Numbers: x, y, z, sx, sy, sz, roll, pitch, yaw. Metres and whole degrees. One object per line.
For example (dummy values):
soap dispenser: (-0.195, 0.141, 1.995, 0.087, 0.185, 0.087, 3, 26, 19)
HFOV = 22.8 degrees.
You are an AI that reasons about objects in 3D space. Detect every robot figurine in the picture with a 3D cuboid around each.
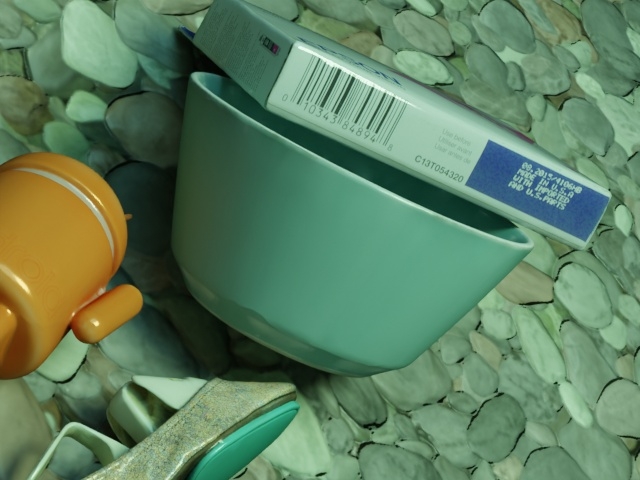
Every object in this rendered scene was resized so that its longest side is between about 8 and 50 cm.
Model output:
robot figurine: (-0.226, 0.018, 1.193, 0.219, 0.158, 0.128, -57, 139, -47)

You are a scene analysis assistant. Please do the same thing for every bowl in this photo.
bowl: (0.000, 0.000, 1.304, 0.311, 0.163, 0.311, 27, 10, -5)

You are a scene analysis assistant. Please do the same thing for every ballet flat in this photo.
ballet flat: (-0.134, 0.161, 1.172, 0.106, 0.107, 0.316, 43, 39, 10)

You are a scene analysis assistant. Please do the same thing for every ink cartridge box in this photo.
ink cartridge box: (0.056, -0.123, 1.430, 0.324, 0.071, 0.330, 22, 12, -24)
